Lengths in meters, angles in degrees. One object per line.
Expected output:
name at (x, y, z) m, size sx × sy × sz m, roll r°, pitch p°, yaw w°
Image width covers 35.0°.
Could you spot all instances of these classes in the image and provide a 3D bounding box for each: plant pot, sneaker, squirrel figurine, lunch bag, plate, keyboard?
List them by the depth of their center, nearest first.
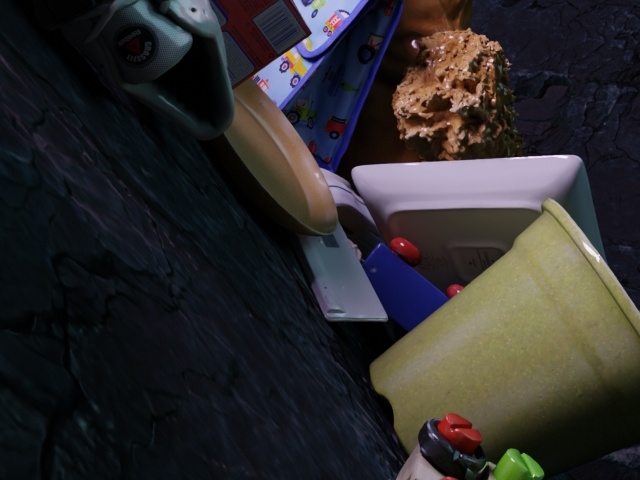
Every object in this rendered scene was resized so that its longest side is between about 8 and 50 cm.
sneaker at (-0.148, -0.193, 0.727) m, size 0.330 × 0.122 × 0.146 m, roll 46°, pitch 11°, yaw -52°
plant pot at (0.199, 0.138, 1.036) m, size 0.276 × 0.254 × 0.276 m, roll 57°, pitch 7°, yaw -11°
plant pot at (-0.064, -0.097, 1.088) m, size 0.236 × 0.032 × 0.236 m, roll 49°, pitch 17°, yaw -21°
keyboard at (0.000, 0.000, 1.122) m, size 0.072 × 0.014 × 0.256 m, roll 8°, pitch 36°, yaw -29°
plate at (0.197, 0.014, 1.222) m, size 0.277 × 0.278 × 0.045 m, roll 62°, pitch 38°, yaw -43°
lunch bag at (0.003, -0.274, 1.285) m, size 0.138 × 0.293 × 0.221 m, roll 14°, pitch 33°, yaw -32°
sneaker at (0.040, -0.029, 1.333) m, size 0.091 × 0.094 × 0.258 m, roll 64°, pitch 10°, yaw 30°
squirrel figurine at (0.157, -0.216, 1.364) m, size 0.397 × 0.281 × 0.370 m, roll -130°, pitch -137°, yaw -52°

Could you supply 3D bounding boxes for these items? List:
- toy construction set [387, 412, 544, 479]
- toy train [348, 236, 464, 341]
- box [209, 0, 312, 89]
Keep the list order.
toy construction set at (0.129, 0.226, 0.626) m, size 0.215 × 0.151 × 0.327 m, roll 32°, pitch -1°, yaw 2°
toy train at (0.066, 0.050, 1.237) m, size 0.248 × 0.105 × 0.143 m, roll 39°, pitch -9°, yaw 0°
box at (-0.158, -0.275, 0.901) m, size 0.300 × 0.154 × 0.142 m, roll 50°, pitch 10°, yaw -36°
